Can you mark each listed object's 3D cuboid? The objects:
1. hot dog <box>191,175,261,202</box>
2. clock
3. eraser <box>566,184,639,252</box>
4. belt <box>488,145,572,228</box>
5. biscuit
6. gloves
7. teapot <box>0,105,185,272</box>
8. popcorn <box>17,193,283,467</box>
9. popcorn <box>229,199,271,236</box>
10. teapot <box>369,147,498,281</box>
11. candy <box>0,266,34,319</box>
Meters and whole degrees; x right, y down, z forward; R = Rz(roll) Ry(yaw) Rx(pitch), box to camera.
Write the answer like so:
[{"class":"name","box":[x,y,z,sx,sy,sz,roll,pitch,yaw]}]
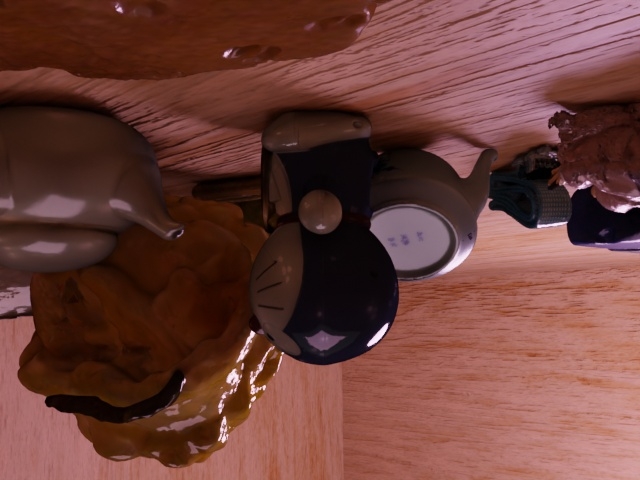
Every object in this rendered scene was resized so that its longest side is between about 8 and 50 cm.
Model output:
[{"class":"hot dog","box":[-0.116,-0.070,1.088,0.137,0.028,0.044,-7,146,28]},{"class":"clock","box":[0.000,0.000,0.773,0.146,0.243,0.199,-2,172,-5]},{"class":"eraser","box":[0.531,-0.030,1.207,0.332,0.102,0.155,5,173,-34]},{"class":"belt","box":[0.258,-0.072,0.987,0.065,0.100,0.179,0,-171,-12]},{"class":"biscuit","box":[-0.100,-0.135,0.393,0.376,0.051,0.269,-3,176,32]},{"class":"gloves","box":[0.287,-0.081,0.738,0.144,0.094,0.110,18,176,33]},{"class":"teapot","box":[-0.297,-0.048,0.718,0.318,0.149,0.220,3,171,-40]},{"class":"popcorn","box":[-0.188,0.114,0.922,0.349,0.349,0.382,0,-168,-7]},{"class":"popcorn","box":[-0.097,0.045,1.189,0.255,0.256,0.195,-30,162,5]},{"class":"teapot","box":[0.096,-0.044,0.917,0.232,0.159,0.159,-13,170,18]},{"class":"candy","box":[-0.436,0.022,1.177,0.426,0.186,0.386,-3,180,-7]}]
